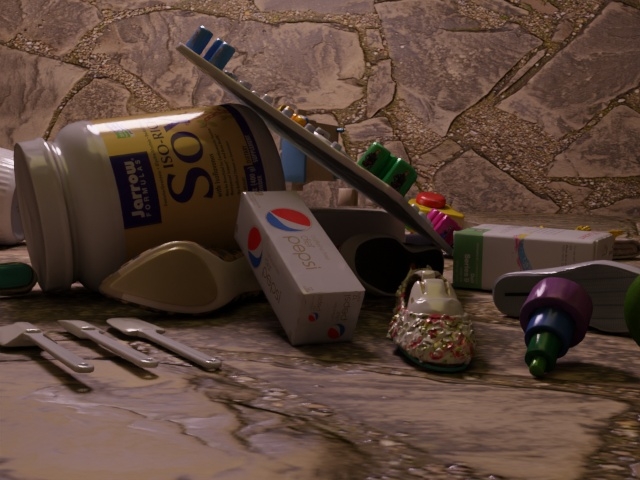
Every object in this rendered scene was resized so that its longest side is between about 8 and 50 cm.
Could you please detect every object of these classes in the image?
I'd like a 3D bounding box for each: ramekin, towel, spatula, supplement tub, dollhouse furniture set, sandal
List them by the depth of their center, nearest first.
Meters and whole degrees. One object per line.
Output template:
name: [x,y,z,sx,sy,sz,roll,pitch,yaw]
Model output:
spatula: [-0.214,0.103,0.837,0.168,0.019,0.242,4,4,-34]
supplement tub: [-0.240,-0.059,1.205,0.331,0.241,0.241,-12,11,-26]
ramekin: [-0.643,-0.086,1.725,0.109,0.207,0.207,10,6,2]
sandal: [0.254,0.011,1.737,0.097,0.055,0.254,6,-7,-30]
towel: [0.500,0.009,1.780,0.282,0.049,0.187,-1,7,-27]
dollhouse furniture set: [-0.053,-0.149,1.948,0.198,0.304,0.286,5,7,28]

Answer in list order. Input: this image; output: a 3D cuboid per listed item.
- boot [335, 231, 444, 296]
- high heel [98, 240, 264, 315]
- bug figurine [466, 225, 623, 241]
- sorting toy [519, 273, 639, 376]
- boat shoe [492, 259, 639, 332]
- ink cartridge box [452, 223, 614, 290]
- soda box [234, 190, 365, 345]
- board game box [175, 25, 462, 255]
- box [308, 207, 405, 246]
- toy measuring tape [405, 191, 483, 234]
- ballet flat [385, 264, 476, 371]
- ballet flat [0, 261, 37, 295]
boot: [0.052,0.032,1.273,0.176,0.089,0.244,5,-1,35]
high heel: [-0.163,0.055,1.102,0.261,0.093,0.186,-8,-7,-23]
bug figurine: [0.375,0.017,1.492,0.279,0.072,0.216,-1,-5,29]
sorting toy: [0.343,0.099,0.731,0.365,0.127,0.126,1,35,29]
boat shoe: [0.321,0.060,1.033,0.226,0.083,0.075,6,8,43]
ink cartridge box: [0.326,0.029,1.307,0.212,0.093,0.154,3,6,28]
soda box: [-0.029,0.024,0.959,0.073,0.069,0.216,-2,32,-24]
board game box: [0.019,-0.136,1.256,0.390,0.050,0.390,37,2,22]
box: [0.000,0.000,1.438,0.275,0.113,0.094,1,4,-15]
toy measuring tape: [0.311,-0.042,1.978,0.330,0.121,0.121,10,6,5]
ballet flat: [0.111,0.072,0.898,0.091,0.077,0.241,2,6,-2]
ballet flat: [-0.459,0.057,1.118,0.168,0.057,0.052,3,-23,-19]
